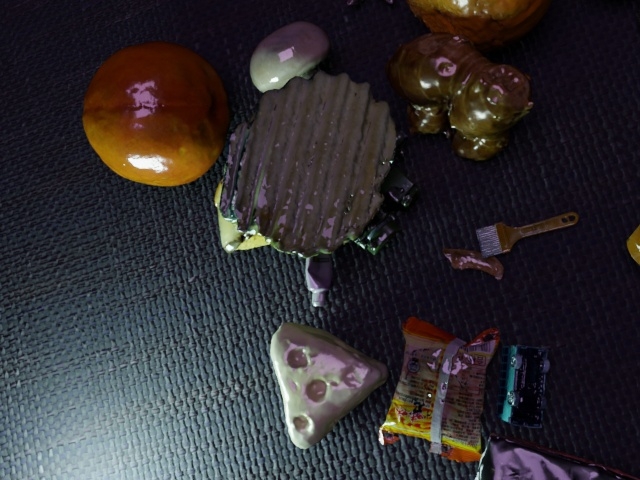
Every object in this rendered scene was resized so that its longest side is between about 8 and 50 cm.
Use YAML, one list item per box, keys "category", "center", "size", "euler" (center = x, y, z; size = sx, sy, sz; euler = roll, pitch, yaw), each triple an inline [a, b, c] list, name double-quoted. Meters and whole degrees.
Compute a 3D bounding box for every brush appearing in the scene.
- category: "brush"
  center: [0.447, -0.021, 1.730]
  size: [0.218, 0.010, 0.083]
  euler: [-15, 51, 10]

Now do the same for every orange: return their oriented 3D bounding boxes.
- category: "orange"
  center: [0.344, -0.576, 1.721]
  size: [0.340, 0.340, 0.293]
  euler: [40, 82, 20]

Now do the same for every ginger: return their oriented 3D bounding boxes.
- category: "ginger"
  center: [0.331, 0.045, 1.747]
  size: [0.137, 0.057, 0.044]
  euler: [11, 126, 10]
- category: "ginger"
  center: [0.283, -0.317, 1.729]
  size: [0.357, 0.274, 0.152]
  euler: [34, 69, 17]

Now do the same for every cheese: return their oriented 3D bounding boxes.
- category: "cheese"
  center: [-0.024, 0.298, 1.734]
  size: [0.248, 0.173, 0.251]
  euler: [40, 97, 19]

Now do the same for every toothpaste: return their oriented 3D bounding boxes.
- category: "toothpaste"
  center: [0.000, 0.000, 1.841]
  size: [0.048, 0.075, 0.301]
  euler: [-2, 83, 27]

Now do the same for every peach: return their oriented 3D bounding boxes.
- category: "peach"
  center: [-0.368, -0.297, 1.881]
  size: [0.301, 0.342, 0.343]
  euler: [1, 78, 35]

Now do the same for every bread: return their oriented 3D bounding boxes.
- category: "bread"
  center: [-0.120, -0.103, 1.853]
  size: [0.262, 0.162, 0.204]
  euler: [-25, 73, 32]

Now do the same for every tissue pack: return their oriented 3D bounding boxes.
- category: "tissue pack"
  center: [0.458, 0.534, 1.563]
  size: [0.332, 0.123, 0.245]
  euler: [16, 86, 19]

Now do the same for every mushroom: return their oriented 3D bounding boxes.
- category: "mushroom"
  center: [-0.051, -0.401, 1.894]
  size: [0.207, 0.207, 0.215]
  euler: [-39, 104, 6]

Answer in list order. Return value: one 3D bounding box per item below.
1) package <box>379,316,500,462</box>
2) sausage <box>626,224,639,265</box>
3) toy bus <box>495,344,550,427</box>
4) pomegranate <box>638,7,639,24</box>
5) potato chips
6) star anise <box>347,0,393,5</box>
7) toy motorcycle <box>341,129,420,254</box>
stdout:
- category: "package"
  center: [0.246, 0.308, 1.683]
  size: [0.223, 0.108, 0.288]
  euler: [8, 84, 20]
- category: "sausage"
  center: [0.770, 0.082, 1.571]
  size: [0.134, 0.116, 0.354]
  euler: [-44, 73, -11]
- category: "toy bus"
  center: [0.411, 0.297, 1.642]
  size: [0.079, 0.092, 0.160]
  euler: [9, 80, -11]
- category: "pomegranate"
  center: [0.760, -0.497, 1.689]
  size: [0.169, 0.122, 0.143]
  euler: [-36, 69, 8]
- category: "potato chips"
  center: [-0.028, -0.171, 1.715]
  size: [0.358, 0.070, 0.429]
  euler: [13, 75, 7]
- category: "star anise"
  center: [0.135, -0.661, 1.936]
  size: [0.196, 0.073, 0.212]
  euler: [7, 83, 21]
- category: "toy motorcycle"
  center: [0.129, -0.111, 1.791]
  size: [0.275, 0.127, 0.205]
  euler: [-45, 75, 0]
